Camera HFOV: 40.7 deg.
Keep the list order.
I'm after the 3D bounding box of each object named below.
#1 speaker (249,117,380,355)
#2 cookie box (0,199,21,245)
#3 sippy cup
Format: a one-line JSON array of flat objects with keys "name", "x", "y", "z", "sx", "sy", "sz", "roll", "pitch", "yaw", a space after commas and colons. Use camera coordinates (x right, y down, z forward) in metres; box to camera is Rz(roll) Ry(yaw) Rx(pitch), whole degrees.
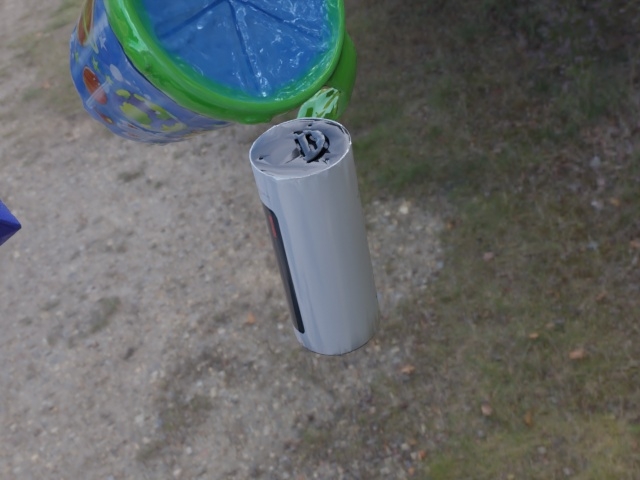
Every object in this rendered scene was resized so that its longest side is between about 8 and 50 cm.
[{"name": "speaker", "x": 0.000, "y": 0.000, "z": 0.486, "sx": 0.055, "sy": 0.136, "sz": 0.055, "roll": -7, "pitch": 41, "yaw": 6}, {"name": "cookie box", "x": -0.231, "y": 0.008, "z": 0.467, "sx": 0.107, "sy": 0.092, "sz": 0.040, "roll": -40, "pitch": 80, "yaw": -1}, {"name": "sippy cup", "x": -0.131, "y": -0.199, "z": 0.835, "sx": 0.240, "sy": 0.305, "sz": 0.224, "roll": -39, "pitch": 11, "yaw": -34}]
